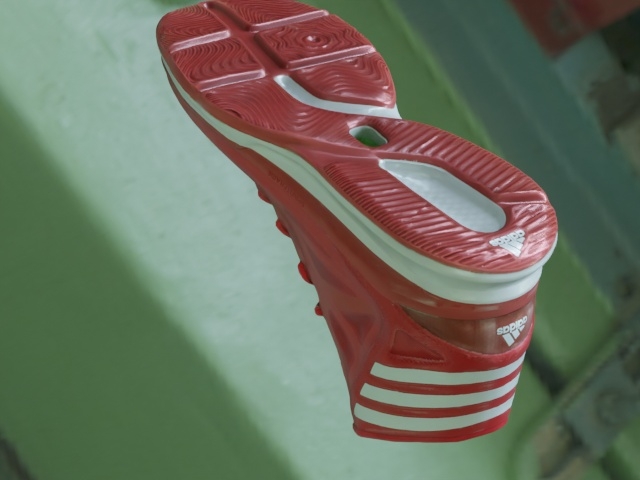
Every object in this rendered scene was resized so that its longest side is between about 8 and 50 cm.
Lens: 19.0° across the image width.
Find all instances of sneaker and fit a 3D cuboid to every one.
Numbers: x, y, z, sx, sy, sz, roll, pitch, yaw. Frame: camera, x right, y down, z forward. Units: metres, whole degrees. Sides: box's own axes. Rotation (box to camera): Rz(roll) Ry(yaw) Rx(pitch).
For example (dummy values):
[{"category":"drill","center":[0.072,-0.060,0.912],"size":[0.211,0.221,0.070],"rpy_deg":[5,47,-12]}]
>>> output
[{"category":"sneaker","center":[0.000,0.000,0.740],"size":[0.087,0.221,0.128],"rpy_deg":[-14,127,-25]}]
